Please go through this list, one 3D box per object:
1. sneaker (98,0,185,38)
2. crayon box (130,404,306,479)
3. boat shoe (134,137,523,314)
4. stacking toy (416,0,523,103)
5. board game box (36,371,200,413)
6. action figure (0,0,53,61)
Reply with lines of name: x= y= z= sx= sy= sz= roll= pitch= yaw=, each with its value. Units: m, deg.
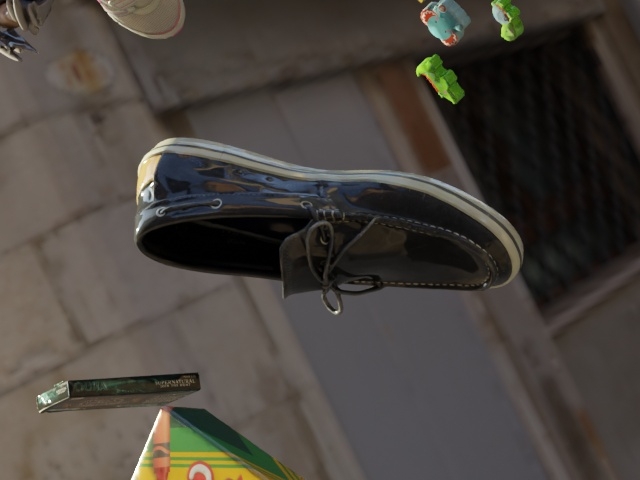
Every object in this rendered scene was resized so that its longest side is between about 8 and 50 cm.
sneaker: x=-0.288 y=-0.369 z=2.339 sx=0.103 sy=0.252 sz=0.111 roll=-47 pitch=20 yaw=6
crayon box: x=-0.078 y=0.330 z=1.750 sx=0.081 sy=0.318 sz=0.202 roll=13 pitch=-78 yaw=-52
boat shoe: x=0.000 y=0.000 z=2.099 sx=0.187 sy=0.500 sz=0.156 roll=92 pitch=-168 yaw=-52
stacking toy: x=0.112 y=-0.269 z=1.868 sx=0.167 sy=0.221 sz=0.052 roll=-44 pitch=3 yaw=-39
board game box: x=-0.269 y=0.203 z=2.244 sx=0.186 sy=0.026 sz=0.126 roll=0 pitch=-14 yaw=-30
action figure: x=-0.278 y=-0.286 z=1.519 sx=0.285 sy=0.185 sz=0.099 roll=-55 pitch=-23 yaw=17
